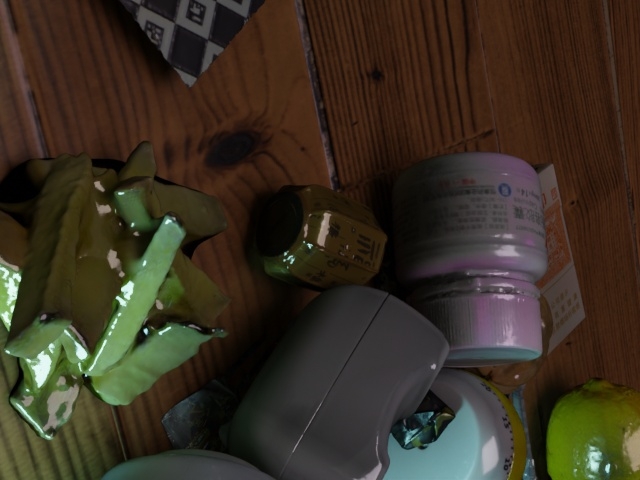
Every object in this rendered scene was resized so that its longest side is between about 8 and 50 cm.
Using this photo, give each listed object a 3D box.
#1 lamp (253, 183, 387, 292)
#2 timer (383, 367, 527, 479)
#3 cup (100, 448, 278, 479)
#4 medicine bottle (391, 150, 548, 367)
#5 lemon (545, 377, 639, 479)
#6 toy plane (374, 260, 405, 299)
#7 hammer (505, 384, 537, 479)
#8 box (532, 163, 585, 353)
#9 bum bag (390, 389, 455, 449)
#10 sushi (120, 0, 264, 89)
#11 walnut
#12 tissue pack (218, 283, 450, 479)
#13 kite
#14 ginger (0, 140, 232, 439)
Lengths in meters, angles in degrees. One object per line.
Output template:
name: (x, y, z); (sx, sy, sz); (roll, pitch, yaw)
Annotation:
lamp: (0.000, 0.000, 1.405); (0.185, 0.161, 0.161); (21, 76, -41)
timer: (0.237, 0.356, 1.584); (0.285, 0.285, 0.285); (-1, 92, -45)
cup: (-0.157, 0.373, 1.163); (0.347, 0.347, 0.163); (45, 37, -36)
medicine bottle: (0.251, 0.038, 1.547); (0.256, 0.256, 0.324); (17, 64, -44)
lemon: (0.601, 0.435, 1.954); (0.261, 0.260, 0.283); (-2, 68, -45)
toy plane: (0.113, 0.069, 1.608); (0.049, 0.031, 0.120); (-29, 114, -32)
hammer: (0.415, 0.441, 1.894); (0.152, 0.044, 0.426); (-32, 118, -47)
box: (0.455, 0.044, 1.935); (0.205, 0.051, 0.365); (-32, 113, -40)
bum bag: (0.112, 0.236, 1.501); (0.106, 0.232, 0.060); (-47, 151, 6)
sushi: (-0.198, -0.403, 1.262); (0.294, 0.059, 0.292); (51, 57, -33)
walnut: (0.331, 0.162, 1.719); (0.198, 0.198, 0.245); (51, 50, -33)
tissue pack: (0.014, 0.227, 1.324); (0.333, 0.236, 0.229); (-56, 171, -34)
kite: (-0.130, 0.234, 1.376); (0.245, 0.015, 0.141); (-50, 125, -32)
ginger: (-0.239, 0.062, 1.129); (0.414, 0.211, 0.358); (-12, 101, -45)
